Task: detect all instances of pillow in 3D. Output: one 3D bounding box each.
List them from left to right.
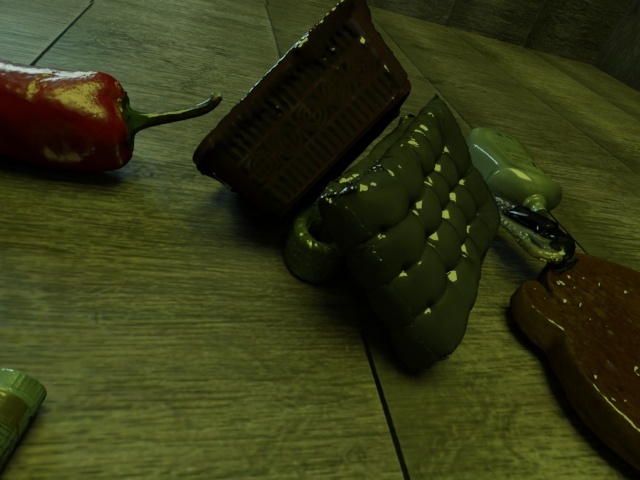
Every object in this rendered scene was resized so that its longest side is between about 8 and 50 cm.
[{"bbox_3d":[0.133,-0.029,0.546,0.228,0.101,0.326,59,38,-16],"label":"pillow"}]

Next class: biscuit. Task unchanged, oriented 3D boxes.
[{"bbox_3d":[0.399,0.144,0.563,0.314,0.063,0.367,18,36,6],"label":"biscuit"}]

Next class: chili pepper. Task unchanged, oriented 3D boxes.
[{"bbox_3d":[-0.313,-0.155,0.570,0.338,0.134,0.131,9,29,-10],"label":"chili pepper"}]

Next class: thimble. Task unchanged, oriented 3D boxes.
[{"bbox_3d":[0.000,0.000,0.571,0.084,0.062,0.110,24,38,2],"label":"thimble"}]

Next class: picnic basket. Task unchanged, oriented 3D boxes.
[{"bbox_3d":[-0.007,-0.150,0.572,0.129,0.297,0.222,44,2,1],"label":"picnic basket"}]

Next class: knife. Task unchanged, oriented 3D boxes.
[{"bbox_3d":[0.283,-0.068,0.750,0.089,0.043,0.365,-6,34,-26],"label":"knife"}]

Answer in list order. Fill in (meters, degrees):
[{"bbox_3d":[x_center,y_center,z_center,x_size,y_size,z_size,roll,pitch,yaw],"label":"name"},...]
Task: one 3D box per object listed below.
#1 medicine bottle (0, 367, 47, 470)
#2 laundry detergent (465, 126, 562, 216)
[{"bbox_3d":[-0.241,0.139,0.310,0.047,0.047,0.083,14,37,-7],"label":"medicine bottle"},{"bbox_3d":[0.383,-0.126,0.866,0.181,0.091,0.253,13,37,-16],"label":"laundry detergent"}]
